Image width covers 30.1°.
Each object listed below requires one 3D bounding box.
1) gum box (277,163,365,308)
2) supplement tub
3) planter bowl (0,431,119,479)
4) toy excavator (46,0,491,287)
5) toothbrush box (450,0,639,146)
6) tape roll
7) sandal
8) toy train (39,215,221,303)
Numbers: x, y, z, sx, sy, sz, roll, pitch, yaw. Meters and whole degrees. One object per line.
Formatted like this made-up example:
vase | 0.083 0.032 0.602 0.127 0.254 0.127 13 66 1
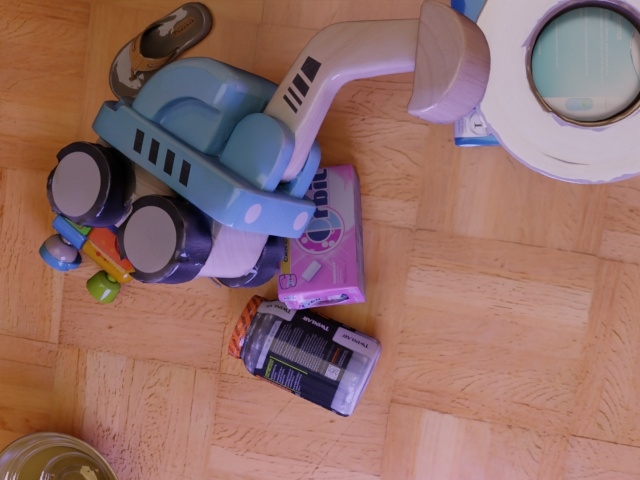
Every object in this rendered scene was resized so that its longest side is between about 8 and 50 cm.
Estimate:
gum box | 0.000 0.000 1.592 0.107 0.062 0.188 -7 68 11
supplement tub | -0.022 0.153 1.625 0.190 0.117 0.117 24 100 7
planter bowl | -0.371 0.372 1.732 0.217 0.090 0.217 1 97 11
toy excavator | -0.065 -0.140 1.445 0.433 0.222 0.445 34 104 29
toothbrush box | 0.318 -0.231 1.509 0.295 0.126 0.216 -2 95 12
tape roll | 0.316 -0.208 1.397 0.286 0.100 0.286 1 96 10
sandal | -0.229 -0.266 1.652 0.180 0.049 0.072 -38 88 13
toy train | -0.274 0.035 1.675 0.248 0.105 0.143 41 112 4
